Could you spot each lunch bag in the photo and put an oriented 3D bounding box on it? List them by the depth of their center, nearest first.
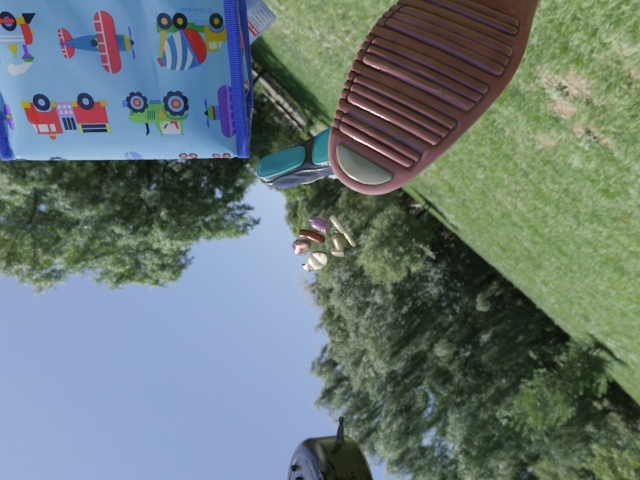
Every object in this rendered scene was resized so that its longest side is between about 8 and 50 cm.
[{"bbox_3d":[-0.176,-0.223,0.350,0.221,0.293,0.138,-2,-140,-5],"label":"lunch bag"}]

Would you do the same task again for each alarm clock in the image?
[{"bbox_3d":[0.000,0.291,0.462,0.064,0.192,0.129,4,-145,-21],"label":"alarm clock"}]

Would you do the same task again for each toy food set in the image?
[{"bbox_3d":[0.000,0.000,0.656,0.078,0.122,0.019,52,-135,-11],"label":"toy food set"}]

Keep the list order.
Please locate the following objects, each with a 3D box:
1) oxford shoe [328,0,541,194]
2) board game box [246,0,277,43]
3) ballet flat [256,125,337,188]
[{"bbox_3d":[0.150,-0.210,0.470,0.140,0.397,0.146,36,179,10],"label":"oxford shoe"},{"bbox_3d":[-0.310,-0.465,0.871,0.318,0.318,0.066,45,-165,-22],"label":"board game box"},{"bbox_3d":[-0.002,-0.118,0.637,0.074,0.203,0.074,23,-119,-51],"label":"ballet flat"}]
